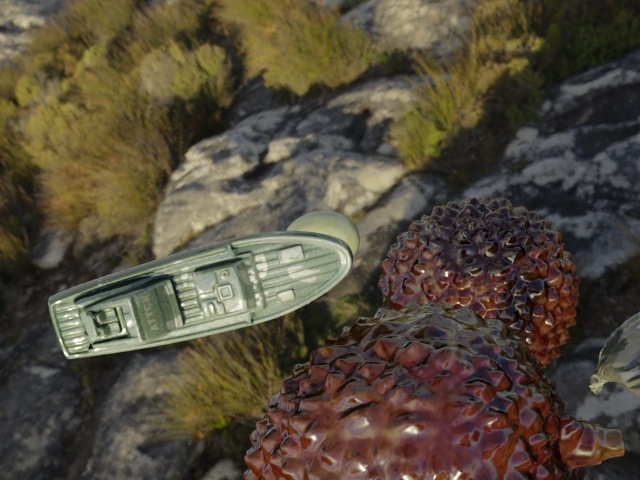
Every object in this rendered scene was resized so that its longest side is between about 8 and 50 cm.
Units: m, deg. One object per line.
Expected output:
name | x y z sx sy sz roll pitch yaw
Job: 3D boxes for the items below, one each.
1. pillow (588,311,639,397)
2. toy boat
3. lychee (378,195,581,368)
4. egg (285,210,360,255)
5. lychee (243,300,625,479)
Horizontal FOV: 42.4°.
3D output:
pillow | 0.418 0.132 0.971 0.169 0.059 0.255 -36 8 -5
toy boat | -0.099 0.044 0.699 0.260 0.078 0.085 -14 10 0
lychee | 0.241 0.086 1.262 0.330 0.306 0.306 -40 16 46
egg | 0.000 0.000 1.573 0.152 0.114 0.114 -7 36 14
lychee | 0.087 0.180 0.666 0.304 0.276 0.276 -15 33 13
